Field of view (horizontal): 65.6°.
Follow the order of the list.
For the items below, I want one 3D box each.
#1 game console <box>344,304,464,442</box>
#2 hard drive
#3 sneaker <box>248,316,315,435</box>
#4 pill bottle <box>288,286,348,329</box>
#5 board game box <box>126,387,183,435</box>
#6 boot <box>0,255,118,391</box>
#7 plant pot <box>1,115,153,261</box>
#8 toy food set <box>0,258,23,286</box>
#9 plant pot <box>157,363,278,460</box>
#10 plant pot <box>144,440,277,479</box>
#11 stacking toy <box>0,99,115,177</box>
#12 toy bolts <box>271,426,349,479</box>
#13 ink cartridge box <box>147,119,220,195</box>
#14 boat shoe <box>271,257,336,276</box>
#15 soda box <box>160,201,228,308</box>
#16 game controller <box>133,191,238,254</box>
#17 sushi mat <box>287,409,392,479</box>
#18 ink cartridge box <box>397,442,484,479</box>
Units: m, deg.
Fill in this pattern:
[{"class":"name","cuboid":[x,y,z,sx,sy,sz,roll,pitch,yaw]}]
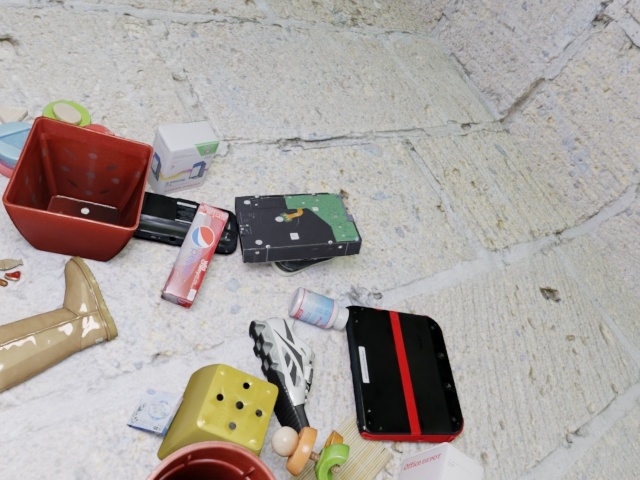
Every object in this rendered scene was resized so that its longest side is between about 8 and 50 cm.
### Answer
[{"class":"game console","cuboid":[0.237,0.380,1.441,0.341,0.060,0.387,10,51,-21]},{"class":"hard drive","cuboid":[-0.071,-0.043,1.450,0.338,0.064,0.237,-5,44,-14]},{"class":"sneaker","cuboid":[-0.062,0.339,1.258,0.146,0.122,0.331,-6,61,-30]},{"class":"pill bottle","cuboid":[-0.005,0.199,1.417,0.160,0.087,0.087,22,49,-13]},{"class":"board game box","cuboid":[-0.365,0.378,1.101,0.090,0.020,0.090,7,47,17]},{"class":"boot","cuboid":[-0.621,0.171,1.096,0.269,0.089,0.236,-21,69,-37]},{"class":"plant pot","cuboid":[-0.581,-0.095,1.211,0.267,0.236,0.267,13,52,-21]},{"class":"toy food set","cuboid":[-0.748,0.081,1.138,0.122,0.019,0.078,-3,59,-40]},{"class":"plant pot","cuboid":[-0.204,0.392,1.097,0.212,0.187,0.212,26,48,-11]},{"class":"plant pot","cuboid":[-0.233,0.545,0.916,0.272,0.265,0.273,15,51,-19]},{"class":"stacking toy","cuboid":[-0.735,-0.310,1.355,0.308,0.130,0.280,-12,64,-35]},{"class":"toy bolts","cuboid":[-0.057,0.508,1.103,0.158,0.218,0.229,26,87,2]},{"class":"ink cartridge box","cuboid":[-0.400,-0.236,1.432,0.154,0.212,0.093,-20,72,-39]},{"class":"boat shoe","cuboid":[-0.003,-0.003,1.548,0.340,0.113,0.127,-22,70,-38]},{"class":"soda box","cuboid":[-0.328,0.039,1.306,0.083,0.092,0.264,24,67,-12]},{"class":"game controller","cuboid":[-0.389,-0.052,1.417,0.319,0.067,0.167,13,37,-21]},{"class":"sushi mat","cuboid":[0.042,0.570,1.217,0.151,0.019,0.316,48,48,12]},{"class":"ink cartridge box","cuboid":[0.252,0.644,1.151,0.117,0.207,0.283,35,48,-3]}]
